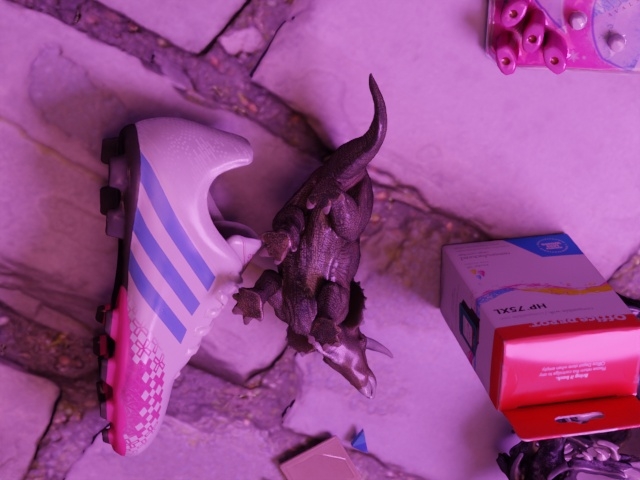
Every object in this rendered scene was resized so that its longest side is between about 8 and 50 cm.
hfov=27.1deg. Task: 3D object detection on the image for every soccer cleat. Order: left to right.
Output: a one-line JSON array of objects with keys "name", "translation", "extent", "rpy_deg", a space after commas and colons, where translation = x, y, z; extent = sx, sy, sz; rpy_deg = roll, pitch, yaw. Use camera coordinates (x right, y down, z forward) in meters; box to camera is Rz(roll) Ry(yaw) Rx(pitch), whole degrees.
[{"name": "soccer cleat", "translation": [-0.126, 0.051, 1.184], "extent": [0.143, 0.116, 0.331], "rpy_deg": [1, 116, -14]}]

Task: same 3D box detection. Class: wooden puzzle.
[{"name": "wooden puzzle", "translation": [-0.001, 0.238, 1.371], "extent": [0.116, 0.014, 0.079], "rpy_deg": [-22, 124, -2]}]

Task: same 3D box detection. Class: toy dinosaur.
[{"name": "toy dinosaur", "translation": [0.000, 0.000, 1.190], "extent": [0.121, 0.160, 0.314], "rpy_deg": [5, 106, 11]}]

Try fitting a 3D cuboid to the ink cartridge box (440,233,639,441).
[{"name": "ink cartridge box", "translation": [0.205, 0.083, 1.216], "extent": [0.134, 0.231, 0.078], "rpy_deg": [-6, 118, -11]}]

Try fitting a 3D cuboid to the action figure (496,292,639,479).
[{"name": "action figure", "translation": [0.275, 0.200, 1.340], "extent": [0.140, 0.164, 0.276], "rpy_deg": [19, 105, -17]}]

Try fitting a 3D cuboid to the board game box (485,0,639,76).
[{"name": "board game box", "translation": [0.340, -0.308, 1.076], "extent": [0.389, 0.050, 0.390], "rpy_deg": [4, 118, 7]}]
